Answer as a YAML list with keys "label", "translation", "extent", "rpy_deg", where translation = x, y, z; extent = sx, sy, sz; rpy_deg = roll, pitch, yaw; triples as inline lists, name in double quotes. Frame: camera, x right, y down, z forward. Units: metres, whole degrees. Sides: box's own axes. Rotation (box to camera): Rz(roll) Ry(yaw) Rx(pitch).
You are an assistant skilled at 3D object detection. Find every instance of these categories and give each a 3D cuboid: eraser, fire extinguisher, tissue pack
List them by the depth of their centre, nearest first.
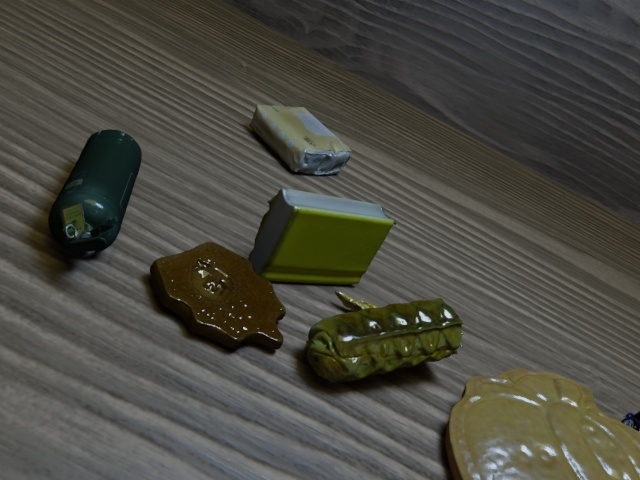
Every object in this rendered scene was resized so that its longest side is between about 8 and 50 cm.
- label: "fire extinguisher"
  translation: [-0.333, -0.068, 0.836]
  extent: [0.311, 0.114, 0.095]
  rpy_deg: [-99, 168, -55]
- label: "eraser"
  translation: [0.000, 0.000, 0.965]
  extent: [0.226, 0.158, 0.069]
  rpy_deg: [7, 37, -36]
- label: "tissue pack"
  translation: [-0.050, -0.258, 1.416]
  extent: [0.186, 0.090, 0.222]
  rpy_deg: [-7, 44, -44]

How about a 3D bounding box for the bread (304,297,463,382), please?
- label: "bread"
  translation: [0.099, 0.151, 0.850]
  extent: [0.269, 0.098, 0.087]
  rpy_deg: [-5, 3, -31]

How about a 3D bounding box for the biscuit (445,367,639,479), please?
- label: "biscuit"
  translation: [0.343, 0.306, 0.791]
  extent: [0.351, 0.057, 0.312]
  rpy_deg: [-4, 36, -24]

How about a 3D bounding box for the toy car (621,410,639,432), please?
- label: "toy car"
  translation: [0.595, 0.360, 0.901]
  extent: [0.172, 0.158, 0.235]
  rpy_deg: [36, 31, 13]

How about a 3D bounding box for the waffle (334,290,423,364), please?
- label: "waffle"
  translation: [0.125, 0.132, 0.990]
  extent: [0.191, 0.032, 0.125]
  rpy_deg: [38, 32, 14]

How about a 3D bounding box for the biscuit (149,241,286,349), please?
- label: "biscuit"
  translation: [-0.139, 0.089, 0.826]
  extent: [0.215, 0.034, 0.182]
  rpy_deg: [40, 31, 16]
